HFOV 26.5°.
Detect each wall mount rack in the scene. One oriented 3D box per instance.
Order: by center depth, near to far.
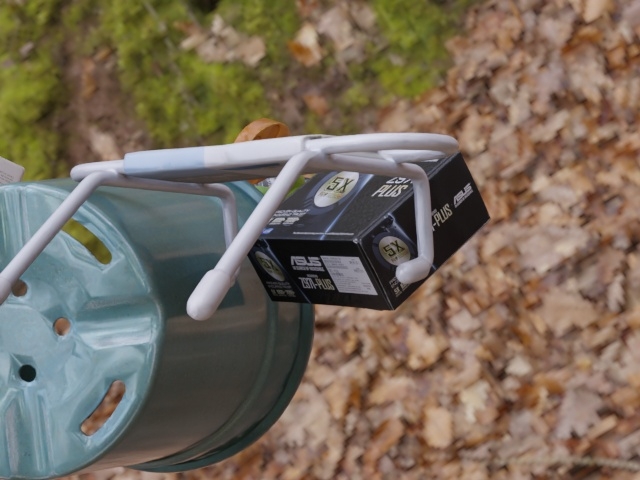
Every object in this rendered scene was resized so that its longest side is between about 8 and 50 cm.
[{"bbox_3d":[-0.078,-0.010,1.022,0.350,0.130,0.304,-4,-2,34],"label":"wall mount rack"}]

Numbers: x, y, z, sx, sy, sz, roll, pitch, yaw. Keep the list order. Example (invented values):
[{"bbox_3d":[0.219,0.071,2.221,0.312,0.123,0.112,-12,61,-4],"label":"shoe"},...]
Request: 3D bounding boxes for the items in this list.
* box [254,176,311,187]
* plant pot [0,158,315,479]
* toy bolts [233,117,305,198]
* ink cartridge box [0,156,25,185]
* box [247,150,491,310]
[{"bbox_3d":[0.000,0.000,2.249,0.163,0.247,0.142,-98,23,-49],"label":"box"},{"bbox_3d":[-0.211,0.075,1.290,0.341,0.341,0.334,-30,-8,12],"label":"plant pot"},{"bbox_3d":[-0.068,-0.030,1.914,0.158,0.218,0.228,37,68,27],"label":"toy bolts"},{"bbox_3d":[-0.521,-0.019,1.797,0.100,0.172,0.237,-4,64,56],"label":"ink cartridge box"},{"bbox_3d":[0.039,-0.011,1.257,0.147,0.077,0.180,-40,24,-30],"label":"box"}]
